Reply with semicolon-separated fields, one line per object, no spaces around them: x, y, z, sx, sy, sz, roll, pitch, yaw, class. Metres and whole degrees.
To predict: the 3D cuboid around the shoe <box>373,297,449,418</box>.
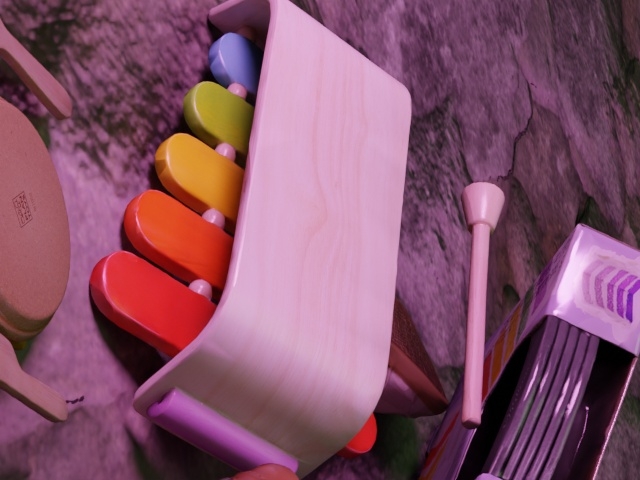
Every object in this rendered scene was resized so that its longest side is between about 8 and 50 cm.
0.030;0.072;1.204;0.219;0.058;0.076;47;20;-56;shoe

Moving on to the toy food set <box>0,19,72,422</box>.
-0.161;-0.014;0.843;0.132;0.038;0.192;53;30;-57;toy food set

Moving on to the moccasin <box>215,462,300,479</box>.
0.012;0.302;0.905;0.147;0.139;0.380;-19;82;-36;moccasin

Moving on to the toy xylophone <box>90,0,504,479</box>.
0.000;0.000;1.048;0.236;0.081;0.323;40;43;-24;toy xylophone

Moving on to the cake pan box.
0.110;0.147;1.081;0.267;0.070;0.246;117;-4;-63;cake pan box

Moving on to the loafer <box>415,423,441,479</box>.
0.103;0.191;1.298;0.170;0.061;0.062;-67;141;-50;loafer
